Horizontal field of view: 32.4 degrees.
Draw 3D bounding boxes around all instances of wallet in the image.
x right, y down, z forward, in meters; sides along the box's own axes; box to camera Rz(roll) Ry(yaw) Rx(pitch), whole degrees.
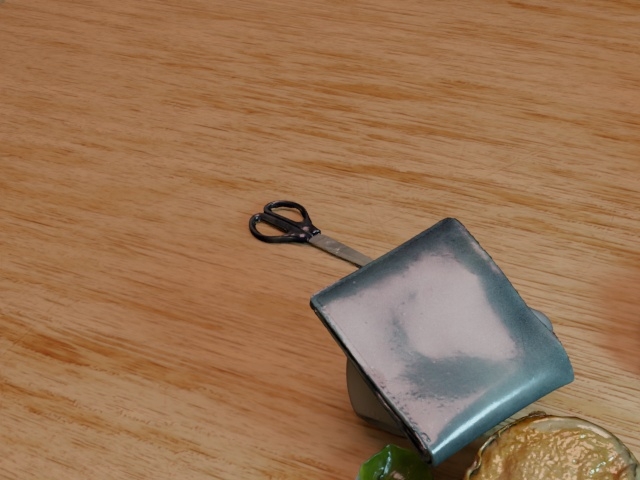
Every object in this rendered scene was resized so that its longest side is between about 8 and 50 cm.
[{"bbox_3d":[0.161,0.127,1.467,0.251,0.054,0.290,-28,66,-22],"label":"wallet"}]

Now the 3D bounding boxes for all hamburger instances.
[{"bbox_3d":[0.281,0.336,1.378,0.243,0.146,0.286,-24,47,-11],"label":"hamburger"}]

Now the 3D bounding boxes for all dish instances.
[{"bbox_3d":[0.085,0.338,1.486,0.137,0.039,0.091,-30,48,-26],"label":"dish"}]

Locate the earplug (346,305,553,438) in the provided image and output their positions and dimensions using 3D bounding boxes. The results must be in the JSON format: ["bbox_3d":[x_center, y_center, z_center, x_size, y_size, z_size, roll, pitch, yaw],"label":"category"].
[{"bbox_3d":[0.184,0.165,1.599,0.326,0.175,0.214,-20,1,-23],"label":"earplug"}]

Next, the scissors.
[{"bbox_3d":[0.000,0.000,1.956,0.300,0.022,0.109,25,51,33],"label":"scissors"}]
